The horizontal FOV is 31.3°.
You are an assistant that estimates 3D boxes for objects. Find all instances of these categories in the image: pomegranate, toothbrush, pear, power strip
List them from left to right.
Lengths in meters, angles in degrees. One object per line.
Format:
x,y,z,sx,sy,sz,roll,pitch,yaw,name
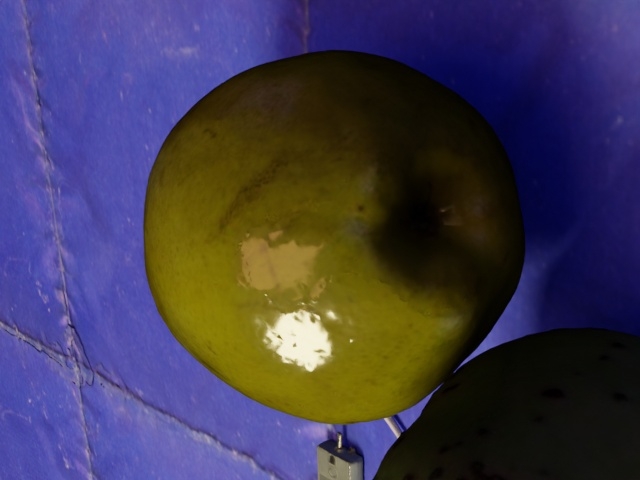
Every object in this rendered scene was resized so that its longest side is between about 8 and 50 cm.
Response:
0.000,0.000,0.787,0.307,0.253,0.252,-25,85,65,pear
0.018,0.236,1.045,0.051,0.019,0.136,23,122,46,power strip
0.078,0.182,0.956,0.131,0.011,0.013,57,153,18,toothbrush
0.182,0.220,0.663,0.341,0.285,0.285,31,131,11,pomegranate
